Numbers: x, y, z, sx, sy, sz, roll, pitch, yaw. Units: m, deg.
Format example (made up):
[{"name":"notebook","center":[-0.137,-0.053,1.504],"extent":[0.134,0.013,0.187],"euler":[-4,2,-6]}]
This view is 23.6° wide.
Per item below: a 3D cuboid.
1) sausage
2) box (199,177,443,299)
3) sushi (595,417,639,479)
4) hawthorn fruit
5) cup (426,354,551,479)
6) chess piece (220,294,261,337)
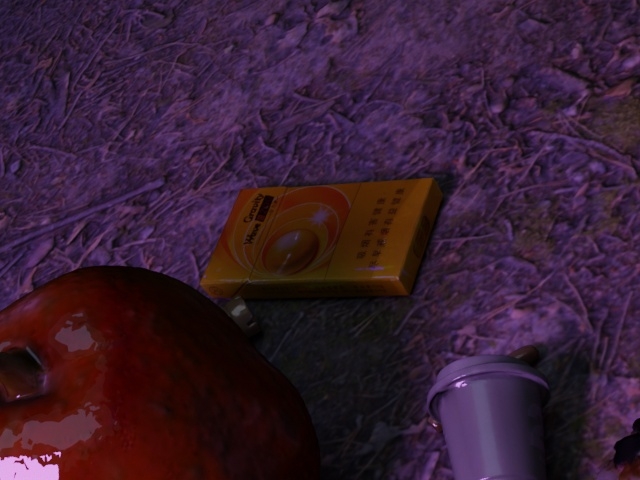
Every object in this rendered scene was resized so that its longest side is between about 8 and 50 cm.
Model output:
[{"name":"sausage","center":[0.165,0.148,1.546],"extent":[0.132,0.024,0.024],"euler":[-37,40,-3]},{"name":"box","center":[0.000,0.000,1.788],"extent":[0.269,0.043,0.152],"euler":[-2,49,32]},{"name":"sushi","center":[0.318,0.191,1.342],"extent":[0.226,0.097,0.103],"euler":[-40,37,-10]},{"name":"hawthorn fruit","center":[-0.209,0.215,1.456],"extent":[0.403,0.403,0.403],"euler":[-19,42,18]},{"name":"cup","center":[0.162,0.189,1.443],"extent":[0.120,0.120,0.141],"euler":[-17,51,20]},{"name":"chess piece","center":[-0.130,0.114,1.754],"extent":[0.122,0.066,0.066],"euler":[-29,40,-3]}]
